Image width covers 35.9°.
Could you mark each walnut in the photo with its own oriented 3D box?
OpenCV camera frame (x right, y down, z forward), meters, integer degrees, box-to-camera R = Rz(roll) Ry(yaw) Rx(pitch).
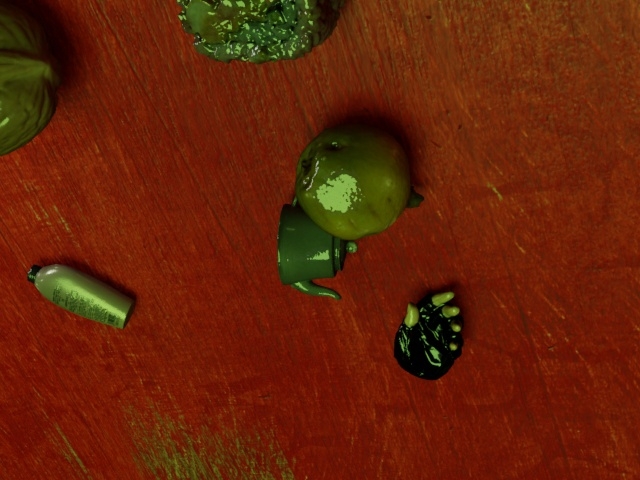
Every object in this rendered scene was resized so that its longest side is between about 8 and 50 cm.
[{"bbox_3d":[-0.643,-0.306,1.861,0.333,0.332,0.332,11,130,13],"label":"walnut"}]

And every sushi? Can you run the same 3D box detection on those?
[{"bbox_3d":[-0.099,-0.405,1.642,0.270,0.170,0.236,-2,126,26],"label":"sushi"}]

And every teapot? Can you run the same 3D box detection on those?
[{"bbox_3d":[0.000,0.000,1.946,0.149,0.162,0.239,2,98,9],"label":"teapot"}]

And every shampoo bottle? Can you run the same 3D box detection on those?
[{"bbox_3d":[-0.562,0.123,2.298,0.257,0.078,0.127,23,136,0],"label":"shampoo bottle"}]

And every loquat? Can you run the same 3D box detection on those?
[{"bbox_3d":[0.078,-0.102,1.799,0.246,0.213,0.213,16,136,-25],"label":"loquat"}]

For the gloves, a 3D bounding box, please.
[{"bbox_3d":[0.232,0.185,2.016,0.164,0.124,0.203,17,112,-21],"label":"gloves"}]
